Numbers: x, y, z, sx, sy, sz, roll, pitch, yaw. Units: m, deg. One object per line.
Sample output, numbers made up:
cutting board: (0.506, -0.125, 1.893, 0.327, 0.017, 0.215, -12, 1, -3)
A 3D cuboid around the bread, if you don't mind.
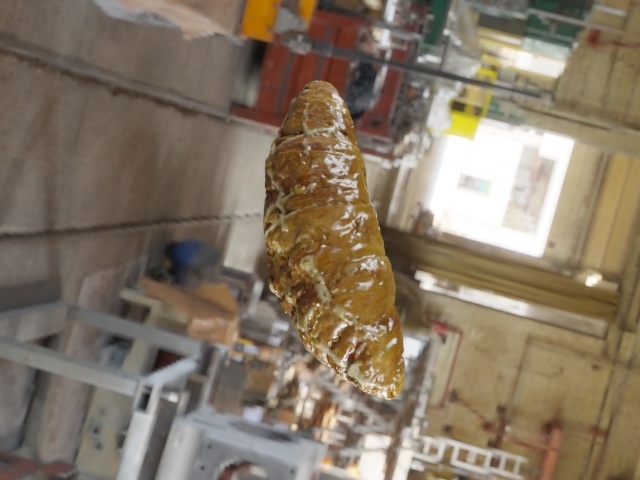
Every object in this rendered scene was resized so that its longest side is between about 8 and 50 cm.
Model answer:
bread: (0.000, 0.000, 0.792, 0.105, 0.076, 0.233, 120, -39, -69)
